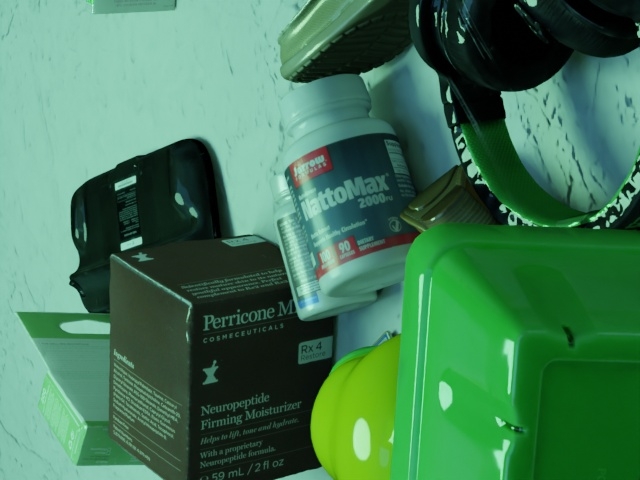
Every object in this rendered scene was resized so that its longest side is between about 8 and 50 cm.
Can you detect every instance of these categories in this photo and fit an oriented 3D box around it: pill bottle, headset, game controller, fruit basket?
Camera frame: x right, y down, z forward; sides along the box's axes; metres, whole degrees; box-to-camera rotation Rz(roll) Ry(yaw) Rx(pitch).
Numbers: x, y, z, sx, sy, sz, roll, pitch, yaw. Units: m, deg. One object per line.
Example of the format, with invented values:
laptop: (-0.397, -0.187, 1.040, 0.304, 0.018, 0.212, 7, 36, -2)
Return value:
pill bottle: (0.026, -0.050, 1.567, 0.108, 0.108, 0.180, -37, 68, 54)
headset: (0.144, -0.188, 1.282, 0.243, 0.185, 0.394, -15, 85, 57)
game controller: (-0.199, -0.011, 1.980, 0.319, 0.067, 0.167, -15, 71, 56)
fruit basket: (0.148, 0.165, 1.279, 0.392, 0.282, 0.392, -178, 90, -82)
pill bottle: (0.000, 0.000, 1.647, 0.078, 0.078, 0.137, -27, 76, 56)

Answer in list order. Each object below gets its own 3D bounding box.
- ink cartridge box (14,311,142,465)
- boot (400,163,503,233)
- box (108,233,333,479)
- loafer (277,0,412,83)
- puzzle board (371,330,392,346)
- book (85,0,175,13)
ink cartridge box: (-0.226, 0.159, 1.924, 0.235, 0.171, 0.056, 44, 124, 50)
boot: (0.140, 0.018, 1.441, 0.152, 0.073, 0.197, 49, -169, -9)
box: (-0.100, 0.119, 1.746, 0.167, 0.168, 0.203, 27, 121, 52)
loafer: (0.049, -0.227, 1.507, 0.268, 0.102, 0.092, -40, 63, 43)
puzzle board: (0.056, 0.156, 1.663, 0.128, 0.011, 0.096, -51, 55, 48)
book: (-0.199, -0.313, 1.856, 0.035, 0.096, 0.144, 30, 122, 50)
